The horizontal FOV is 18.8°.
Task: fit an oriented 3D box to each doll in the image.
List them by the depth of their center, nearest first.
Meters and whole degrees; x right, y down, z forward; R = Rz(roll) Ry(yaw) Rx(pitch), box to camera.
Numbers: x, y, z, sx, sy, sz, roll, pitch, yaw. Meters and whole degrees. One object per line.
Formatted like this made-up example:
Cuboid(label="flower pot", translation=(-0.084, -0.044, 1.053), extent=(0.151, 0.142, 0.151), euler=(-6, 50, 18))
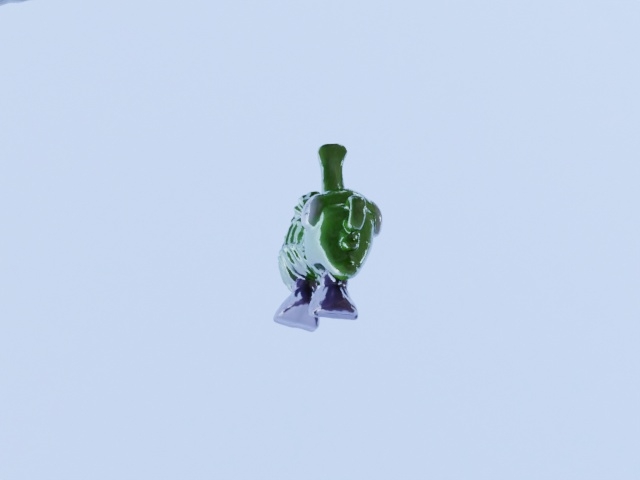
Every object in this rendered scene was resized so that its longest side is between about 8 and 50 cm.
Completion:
Cuboid(label="doll", translation=(0.000, 0.000, 1.226), extent=(0.050, 0.190, 0.115), euler=(13, -101, -11))

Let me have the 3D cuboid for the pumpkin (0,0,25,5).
Cuboid(label="pumpkin", translation=(-0.222, -0.275, 1.170), extent=(0.323, 0.323, 0.241), euler=(-2, -104, -19))
